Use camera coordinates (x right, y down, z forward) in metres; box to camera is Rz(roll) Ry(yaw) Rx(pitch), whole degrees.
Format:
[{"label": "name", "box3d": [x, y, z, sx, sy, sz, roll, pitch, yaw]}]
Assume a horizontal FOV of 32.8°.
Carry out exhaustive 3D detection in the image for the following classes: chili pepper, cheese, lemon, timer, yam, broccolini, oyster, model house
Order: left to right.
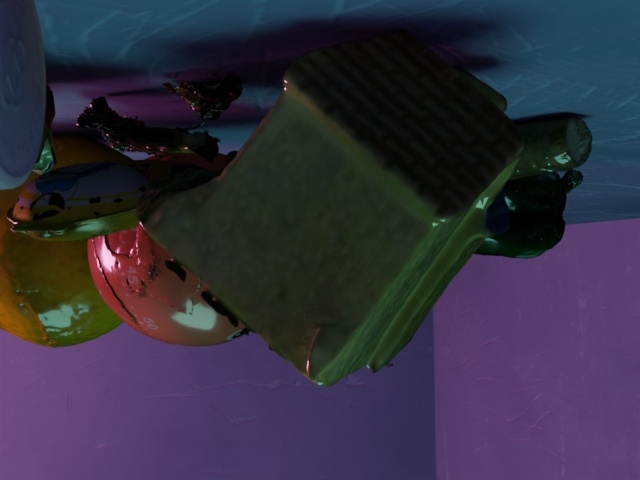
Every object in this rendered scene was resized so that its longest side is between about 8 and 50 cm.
[{"label": "lemon", "box3d": [-0.333, 0.000, 1.401, 0.292, 0.293, 0.293, -1, 177, 0]}, {"label": "cheese", "box3d": [-0.208, -0.047, 1.059, 0.156, 0.064, 0.250, 1, -165, 21]}, {"label": "broccolini", "box3d": [-0.170, -0.110, 1.073, 0.123, 0.062, 0.271, 2, -175, -21]}, {"label": "timer", "box3d": [-0.146, 0.008, 1.251, 0.214, 0.230, 0.229, 5, -179, 40]}, {"label": "oyster", "box3d": [-0.106, -0.141, 1.078, 0.086, 0.029, 0.132, -2, 176, 24]}, {"label": "model house", "box3d": [0.032, -0.055, 0.968, 0.261, 0.266, 0.321, 42, -165, 12]}, {"label": "yam", "box3d": [0.182, -0.106, 1.424, 0.083, 0.083, 0.371, 2, 175, -40]}, {"label": "chili pepper", "box3d": [0.302, -0.052, 1.670, 0.261, 0.165, 0.174, -1, 166, -34]}]

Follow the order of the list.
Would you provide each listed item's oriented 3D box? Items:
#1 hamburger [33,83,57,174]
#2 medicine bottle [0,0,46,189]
[{"label": "hamburger", "box3d": [-0.372, -0.084, 0.987, 0.275, 0.151, 0.260, 1, 175, -21]}, {"label": "medicine bottle", "box3d": [-0.311, -0.101, 0.661, 0.253, 0.152, 0.152, -1, 177, 2]}]
